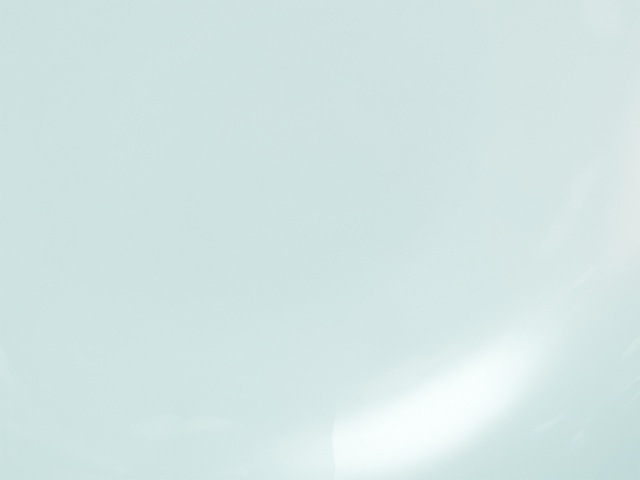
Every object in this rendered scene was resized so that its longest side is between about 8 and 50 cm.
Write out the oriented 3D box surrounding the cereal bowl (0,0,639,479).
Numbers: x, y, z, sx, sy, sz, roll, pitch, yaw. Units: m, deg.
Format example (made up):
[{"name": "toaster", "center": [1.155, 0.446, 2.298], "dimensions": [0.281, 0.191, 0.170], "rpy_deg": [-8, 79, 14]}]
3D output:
[{"name": "cereal bowl", "center": [0.000, 0.000, 0.359], "dimensions": [0.339, 0.339, 0.141], "rpy_deg": [41, -166, -40]}]
